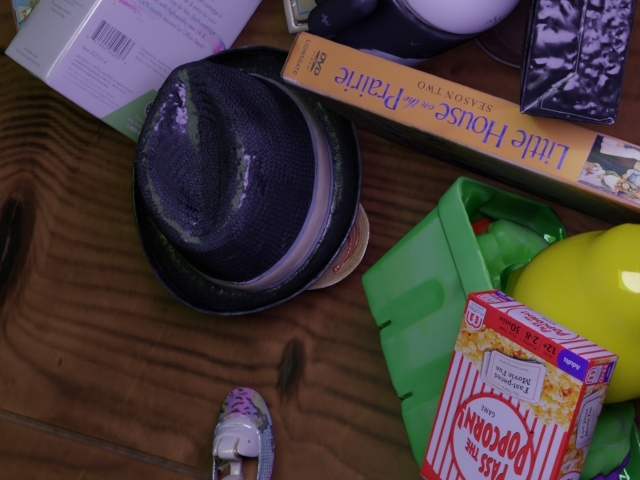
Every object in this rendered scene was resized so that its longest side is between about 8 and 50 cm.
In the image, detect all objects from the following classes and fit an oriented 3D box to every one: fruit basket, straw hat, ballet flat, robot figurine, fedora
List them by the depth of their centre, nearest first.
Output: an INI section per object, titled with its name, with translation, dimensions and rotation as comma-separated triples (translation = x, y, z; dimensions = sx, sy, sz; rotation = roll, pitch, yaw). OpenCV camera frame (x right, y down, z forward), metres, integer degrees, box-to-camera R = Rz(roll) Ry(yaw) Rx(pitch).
[fruit basket]
translation = 0.251, 0.100, 1.366
dimensions = 0.392, 0.283, 0.392
rotation = -6, 79, 35
[robot figurine]
translation = 0.101, -0.283, 1.459
dimensions = 0.278, 0.173, 0.209
rotation = -16, 52, 61
[fedora]
translation = -0.114, -0.086, 1.571
dimensions = 0.334, 0.152, 0.334
rotation = -5, 75, 21
[ballet flat]
translation = -0.098, 0.276, 1.581
dimensions = 0.077, 0.079, 0.221
rotation = -4, 75, 22
[straw hat]
translation = 0.000, 0.000, 1.621
dimensions = 0.144, 0.061, 0.144
rotation = -5, 76, 22

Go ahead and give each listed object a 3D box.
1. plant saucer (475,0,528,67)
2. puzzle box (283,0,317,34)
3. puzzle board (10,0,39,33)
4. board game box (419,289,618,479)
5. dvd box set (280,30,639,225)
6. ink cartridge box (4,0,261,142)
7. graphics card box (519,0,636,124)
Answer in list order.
[plant saucer]
translation = 0.267, -0.288, 1.600
dimensions = 0.198, 0.036, 0.198
rotation = -6, 73, 21
[puzzle box]
translation = 0.132, -0.407, 1.586
dimensions = 0.409, 0.052, 0.272
rotation = -9, 96, 20
[puzzle board]
translation = -0.394, -0.357, 1.905
dimensions = 0.096, 0.011, 0.128
rotation = -20, 69, 16
[board game box]
translation = 0.176, 0.162, 1.243
dimensions = 0.147, 0.045, 0.193
rotation = 30, 114, 43
[dvd box set]
translation = 0.201, -0.096, 1.427
dimensions = 0.420, 0.307, 0.062
rotation = 23, 92, 26
[ink cartridge box]
translation = -0.199, -0.313, 1.697
dimensions = 0.119, 0.207, 0.353
rotation = 35, 91, 44
[graphics card box]
translation = 0.254, -0.252, 1.338
dimensions = 0.094, 0.371, 0.233
rotation = 9, 105, 5
